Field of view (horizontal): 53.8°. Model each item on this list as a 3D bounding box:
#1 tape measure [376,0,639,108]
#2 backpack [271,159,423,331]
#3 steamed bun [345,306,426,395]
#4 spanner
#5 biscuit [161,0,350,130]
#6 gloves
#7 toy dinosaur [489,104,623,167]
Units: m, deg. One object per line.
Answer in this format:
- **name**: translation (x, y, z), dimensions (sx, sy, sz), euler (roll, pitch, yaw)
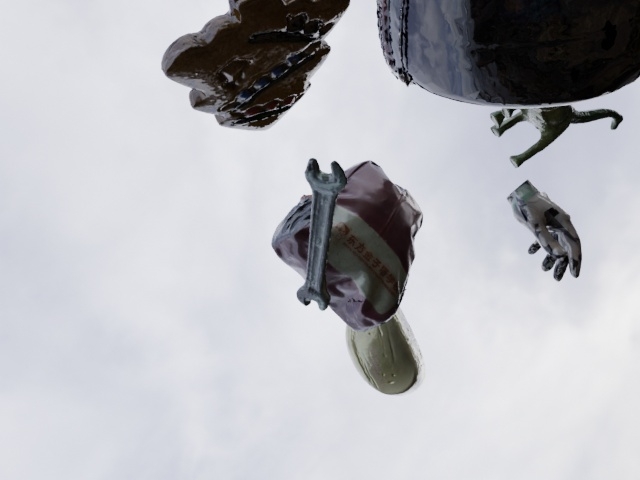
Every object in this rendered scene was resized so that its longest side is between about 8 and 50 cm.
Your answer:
- **tape measure**: translation (0.148, -0.176, 0.442), dimensions (0.223, 0.202, 0.135), euler (-14, -52, -2)
- **backpack**: translation (0.076, -0.012, 1.280), dimensions (0.283, 0.197, 0.317), euler (47, -130, -16)
- **steamed bun**: translation (0.144, 0.252, 1.496), dimensions (0.155, 0.250, 0.200), euler (-27, -17, 10)
- **spanner**: translation (0.000, 0.000, 0.986), dimensions (0.017, 0.071, 0.301), euler (-51, -26, -45)
- **biscuit**: translation (-0.079, -0.247, 0.916), dimensions (0.278, 0.043, 0.301), euler (-29, -19, -10)
- **gloves**: translation (0.466, -0.021, 1.281), dimensions (0.111, 0.212, 0.127), euler (-39, -11, -7)
- **toy dinosaur**: translation (0.461, -0.274, 1.164), dimensions (0.301, 0.087, 0.447), euler (-31, -33, 0)
